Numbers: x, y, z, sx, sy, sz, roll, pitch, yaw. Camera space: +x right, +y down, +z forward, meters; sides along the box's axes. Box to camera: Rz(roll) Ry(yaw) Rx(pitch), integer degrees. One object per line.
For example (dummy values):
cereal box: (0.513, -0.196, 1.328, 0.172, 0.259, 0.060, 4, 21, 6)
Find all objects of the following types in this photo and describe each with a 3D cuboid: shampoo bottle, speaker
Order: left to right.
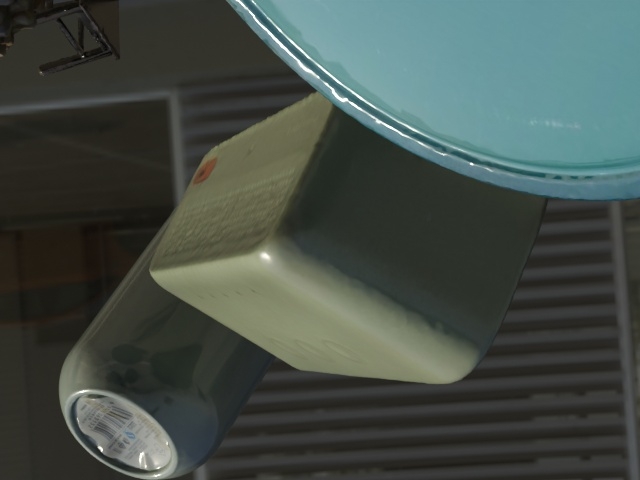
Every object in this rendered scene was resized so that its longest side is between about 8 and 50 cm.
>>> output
speaker: (0.000, 0.000, 1.007, 0.184, 0.183, 0.406, 28, 166, -17)
shampoo bottle: (0.137, -0.246, 0.480, 0.343, 0.331, 0.331, -45, -160, -29)

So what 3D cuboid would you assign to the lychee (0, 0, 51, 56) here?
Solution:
lychee: (-0.389, -0.301, 0.979, 0.432, 0.380, 0.380, 35, -166, 21)

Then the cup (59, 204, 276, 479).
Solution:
cup: (-0.157, 0.116, 1.372, 0.205, 0.205, 0.312, -6, -144, 33)

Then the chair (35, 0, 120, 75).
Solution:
chair: (-0.206, -0.254, 1.207, 0.213, 0.101, 0.084, -13, 146, 12)
